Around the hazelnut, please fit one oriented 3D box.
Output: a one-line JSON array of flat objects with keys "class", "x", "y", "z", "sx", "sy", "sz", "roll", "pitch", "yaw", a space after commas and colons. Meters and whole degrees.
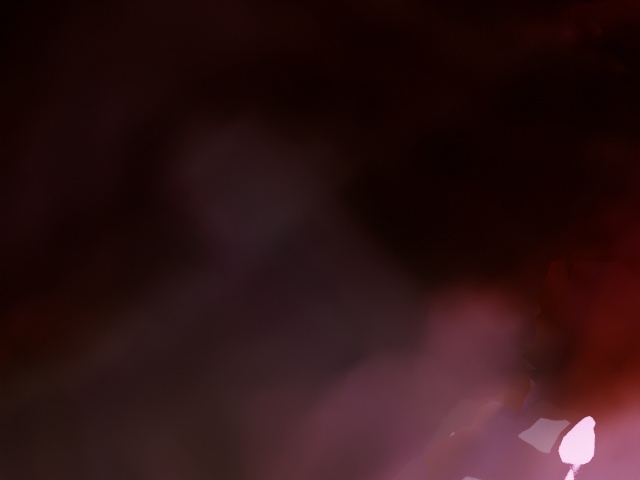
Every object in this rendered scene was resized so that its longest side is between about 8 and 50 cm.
[{"class": "hazelnut", "x": 0.000, "y": 0.000, "z": 0.453, "sx": 0.241, "sy": 0.261, "sz": 0.261, "roll": -40, "pitch": 162, "yaw": -25}]
